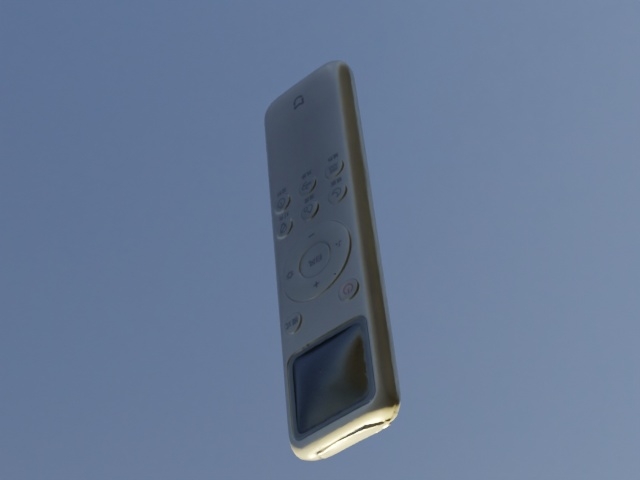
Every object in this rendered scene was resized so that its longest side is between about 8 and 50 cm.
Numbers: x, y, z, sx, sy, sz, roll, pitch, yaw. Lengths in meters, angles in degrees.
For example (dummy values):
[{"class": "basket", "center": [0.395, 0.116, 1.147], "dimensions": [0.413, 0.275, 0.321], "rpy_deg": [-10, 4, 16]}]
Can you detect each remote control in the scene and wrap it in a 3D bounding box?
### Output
[{"class": "remote control", "center": [0.000, 0.000, 0.766], "dimensions": [0.029, 0.067, 0.261], "rpy_deg": [35, -145, -37]}]
